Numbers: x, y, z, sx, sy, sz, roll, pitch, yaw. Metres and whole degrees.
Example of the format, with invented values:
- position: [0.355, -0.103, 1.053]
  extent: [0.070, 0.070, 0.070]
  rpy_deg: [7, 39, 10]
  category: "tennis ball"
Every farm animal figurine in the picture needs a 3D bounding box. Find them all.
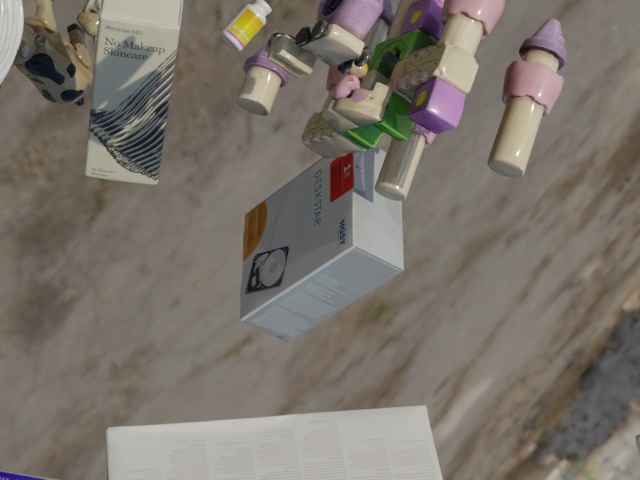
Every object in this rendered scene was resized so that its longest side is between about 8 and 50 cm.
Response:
- position: [-0.477, -0.300, 2.045]
  extent: [0.330, 0.172, 0.327]
  rpy_deg: [-36, 141, 26]
  category: "farm animal figurine"

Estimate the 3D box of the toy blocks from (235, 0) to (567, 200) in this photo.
- position: [0.092, -0.235, 1.487]
  extent: [0.288, 0.309, 0.260]
  rpy_deg: [-9, -123, 57]
  category: "toy blocks"

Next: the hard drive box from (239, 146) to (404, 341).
- position: [0.000, 0.000, 1.736]
  extent: [0.089, 0.181, 0.232]
  rpy_deg: [27, 136, -32]
  category: "hard drive box"

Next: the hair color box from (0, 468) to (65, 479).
- position: [-0.341, 0.324, 1.437]
  extent: [0.185, 0.339, 0.110]
  rpy_deg: [64, 38, -56]
  category: "hair color box"

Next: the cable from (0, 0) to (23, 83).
- position: [-0.490, -0.284, 1.643]
  extent: [0.257, 0.089, 0.257]
  rpy_deg: [27, 67, -52]
  category: "cable"

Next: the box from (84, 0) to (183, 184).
- position: [-0.260, -0.212, 1.814]
  extent: [0.094, 0.113, 0.275]
  rpy_deg: [-93, -168, -47]
  category: "box"

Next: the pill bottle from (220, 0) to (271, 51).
- position: [-0.114, -0.336, 2.038]
  extent: [0.083, 0.043, 0.043]
  rpy_deg: [-49, 164, -7]
  category: "pill bottle"

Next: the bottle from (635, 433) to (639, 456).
- position: [0.596, 0.273, 1.878]
  extent: [0.283, 0.092, 0.118]
  rpy_deg: [-16, -151, 7]
  category: "bottle"

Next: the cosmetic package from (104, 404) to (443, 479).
- position: [-0.033, 0.183, 0.954]
  extent: [0.239, 0.099, 0.060]
  rpy_deg: [-2, 139, -10]
  category: "cosmetic package"
